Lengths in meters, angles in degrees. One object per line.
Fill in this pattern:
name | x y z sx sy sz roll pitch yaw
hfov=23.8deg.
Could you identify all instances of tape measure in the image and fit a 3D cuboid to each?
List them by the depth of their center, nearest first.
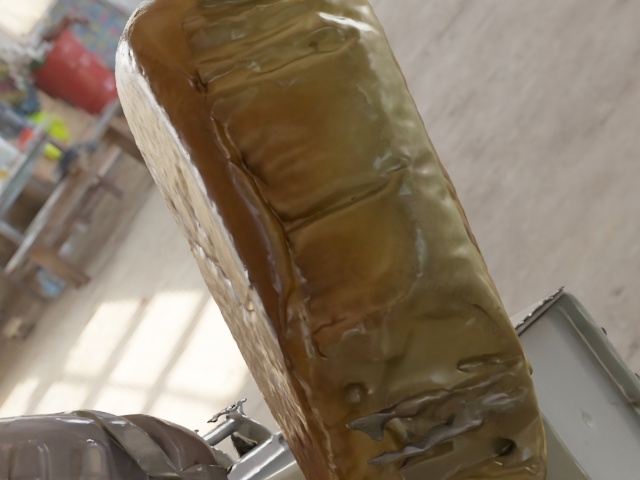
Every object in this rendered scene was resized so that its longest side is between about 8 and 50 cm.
tape measure | -0.166 0.166 0.942 0.236 0.197 0.120 131 138 -63

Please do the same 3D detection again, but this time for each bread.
bread | 0.002 0.004 0.958 0.183 0.389 0.236 -23 -13 4

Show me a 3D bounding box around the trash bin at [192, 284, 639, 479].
trash bin | 0.070 0.199 1.173 0.367 0.296 0.256 -39 -7 29
